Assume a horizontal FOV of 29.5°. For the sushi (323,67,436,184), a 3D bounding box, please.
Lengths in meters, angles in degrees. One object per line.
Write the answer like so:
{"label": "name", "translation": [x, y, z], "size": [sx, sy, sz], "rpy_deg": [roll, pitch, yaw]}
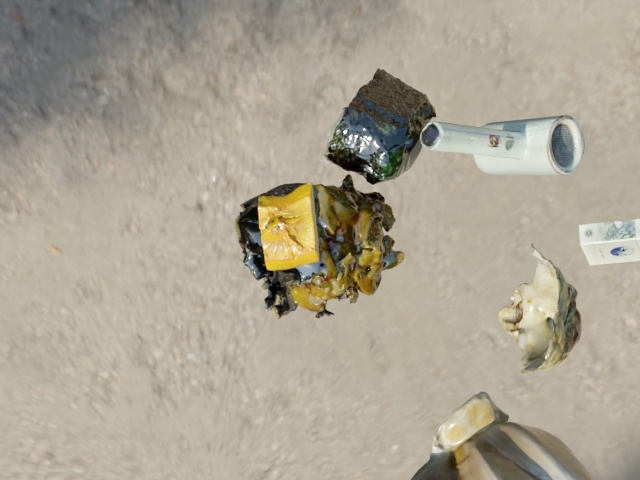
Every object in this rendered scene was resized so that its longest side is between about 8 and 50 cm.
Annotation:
{"label": "sushi", "translation": [0.097, -0.167, 1.844], "size": [0.127, 0.225, 0.124], "rpy_deg": [27, 120, 5]}

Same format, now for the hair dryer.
{"label": "hair dryer", "translation": [0.197, -0.114, 1.468], "size": [0.236, 0.131, 0.073], "rpy_deg": [-3, 93, -43]}

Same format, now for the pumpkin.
{"label": "pumpkin", "translation": [-0.037, -0.015, 1.469], "size": [0.073, 0.035, 0.101], "rpy_deg": [-9, 97, 2]}

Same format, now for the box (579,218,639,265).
{"label": "box", "translation": [0.295, 0.001, 1.171], "size": [0.083, 0.054, 0.024], "rpy_deg": [-6, 66, 21]}

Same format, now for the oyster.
{"label": "oyster", "translation": [0.297, 0.101, 1.580], "size": [0.107, 0.233, 0.162], "rpy_deg": [14, 83, 1]}

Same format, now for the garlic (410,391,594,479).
{"label": "garlic", "translation": [0.236, 0.368, 1.665], "size": [0.279, 0.132, 0.325], "rpy_deg": [-31, 40, 1]}

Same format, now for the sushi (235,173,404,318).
{"label": "sushi", "translation": [0.002, 0.007, 1.832], "size": [0.204, 0.213, 0.200], "rpy_deg": [-13, 103, 19]}
